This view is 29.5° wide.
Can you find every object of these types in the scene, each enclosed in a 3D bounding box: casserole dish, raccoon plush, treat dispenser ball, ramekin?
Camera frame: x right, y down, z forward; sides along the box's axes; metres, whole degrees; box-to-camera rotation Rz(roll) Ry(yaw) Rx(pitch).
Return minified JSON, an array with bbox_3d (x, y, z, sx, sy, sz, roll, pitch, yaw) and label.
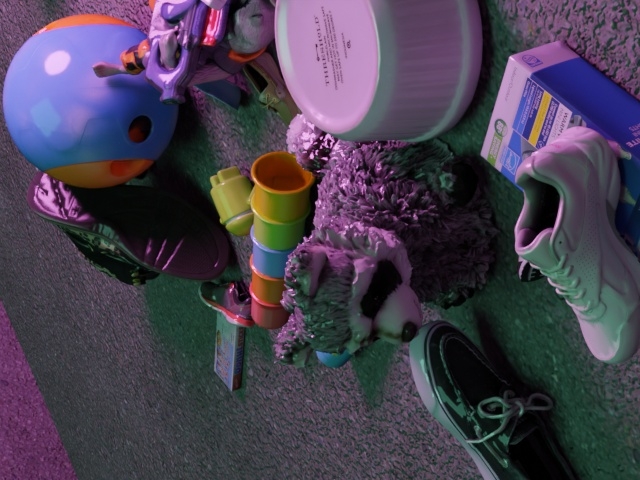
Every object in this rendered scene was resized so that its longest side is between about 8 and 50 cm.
[{"bbox_3d":[-0.192,-0.255,1.893,0.188,0.114,0.037,34,96,48],"label":"casserole dish"},{"bbox_3d":[0.000,0.000,1.517,0.446,0.299,0.216,25,129,52],"label":"raccoon plush"},{"bbox_3d":[-0.380,-0.231,2.022,0.288,0.288,0.288,38,138,43],"label":"treat dispenser ball"},{"bbox_3d":[0.055,-0.238,1.421,0.273,0.127,0.272,29,126,49],"label":"ramekin"}]

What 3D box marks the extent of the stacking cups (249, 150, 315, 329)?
[{"bbox_3d":[-0.060,0.013,1.859,0.096,0.096,0.316,46,148,35],"label":"stacking cups"}]

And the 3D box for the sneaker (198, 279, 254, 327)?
[{"bbox_3d":[-0.154,0.095,2.110,0.158,0.061,0.064,32,107,46],"label":"sneaker"}]

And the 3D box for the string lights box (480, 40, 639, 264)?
[{"bbox_3d":[0.285,-0.072,1.216,0.259,0.077,0.133,47,143,34],"label":"string lights box"}]

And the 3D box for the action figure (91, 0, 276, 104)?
[{"bbox_3d":[-0.179,-0.356,1.770,0.330,0.179,0.341,18,91,39],"label":"action figure"}]

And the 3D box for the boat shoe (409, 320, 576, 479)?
[{"bbox_3d":[0.222,0.226,1.483,0.105,0.113,0.306,-36,80,54],"label":"boat shoe"}]

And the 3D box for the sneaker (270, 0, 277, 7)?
[{"bbox_3d":[-0.028,-0.359,1.584,0.192,0.064,0.086,-11,106,61],"label":"sneaker"}]

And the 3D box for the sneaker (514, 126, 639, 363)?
[{"bbox_3d":[0.235,0.016,1.156,0.090,0.115,0.232,-8,101,59],"label":"sneaker"}]

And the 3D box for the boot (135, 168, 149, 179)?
[{"bbox_3d":[-0.383,-0.142,2.324,0.209,0.076,0.189,16,124,48],"label":"boot"}]

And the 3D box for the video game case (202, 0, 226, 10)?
[{"bbox_3d":[-0.146,-0.442,1.640,0.227,0.026,0.206,42,103,40],"label":"video game case"}]

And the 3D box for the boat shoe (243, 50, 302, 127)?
[{"bbox_3d":[-0.070,-0.211,1.760,0.135,0.045,0.050,58,149,19],"label":"boat shoe"}]

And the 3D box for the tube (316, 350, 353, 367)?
[{"bbox_3d":[0.055,0.114,1.766,0.080,0.052,0.207,50,140,14],"label":"tube"}]

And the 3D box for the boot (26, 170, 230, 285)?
[{"bbox_3d":[-0.326,0.003,2.212,0.378,0.138,0.284,18,164,9],"label":"boot"}]

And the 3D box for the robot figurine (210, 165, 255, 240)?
[{"bbox_3d":[-0.133,-0.059,1.943,0.101,0.067,0.115,-31,81,49],"label":"robot figurine"}]

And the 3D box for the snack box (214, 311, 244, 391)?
[{"bbox_3d":[-0.166,0.193,2.209,0.064,0.022,0.178,44,143,36],"label":"snack box"}]

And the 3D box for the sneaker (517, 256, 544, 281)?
[{"bbox_3d":[0.245,0.000,1.381,0.043,0.040,0.109,-117,28,-46],"label":"sneaker"}]
